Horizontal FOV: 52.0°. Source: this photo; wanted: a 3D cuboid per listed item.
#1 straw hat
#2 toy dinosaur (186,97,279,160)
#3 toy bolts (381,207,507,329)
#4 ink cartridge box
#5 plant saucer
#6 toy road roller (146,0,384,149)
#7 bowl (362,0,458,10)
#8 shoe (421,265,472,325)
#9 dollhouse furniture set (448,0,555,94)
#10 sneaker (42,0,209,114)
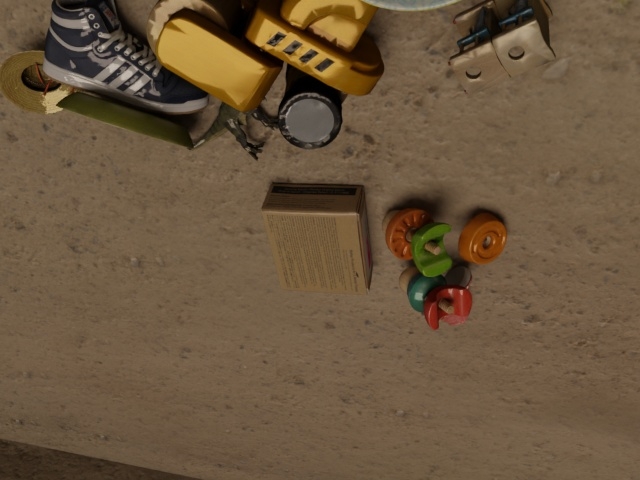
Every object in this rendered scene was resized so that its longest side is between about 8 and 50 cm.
[{"bbox_3d":[-0.504,-0.302,1.189,0.145,0.061,0.144,-10,141,-8],"label":"straw hat"},{"bbox_3d":[-0.140,-0.210,1.174,0.118,0.064,0.268,27,147,-18],"label":"toy dinosaur"},{"bbox_3d":[0.227,0.032,1.279,0.218,0.158,0.228,-15,118,-23],"label":"toy bolts"},{"bbox_3d":[0.000,0.000,1.325,0.193,0.088,0.234,3,135,13],"label":"ink cartridge box"},{"bbox_3d":[-0.334,-0.214,1.149,0.241,0.241,0.037,18,97,-1],"label":"plant saucer"},{"bbox_3d":[-0.056,-0.316,0.947,0.330,0.202,0.240,25,124,-16],"label":"toy road roller"},{"bbox_3d":[0.114,-0.443,0.776,0.290,0.156,0.289,4,137,4],"label":"bowl"},{"bbox_3d":[0.289,0.120,1.382,0.081,0.063,0.178,21,140,-11],"label":"shoe"},{"bbox_3d":[0.219,-0.325,0.893,0.129,0.129,0.183,-20,127,33],"label":"dollhouse furniture set"},{"bbox_3d":[-0.317,-0.314,1.094,0.282,0.099,0.153,13,126,-9],"label":"sneaker"}]
